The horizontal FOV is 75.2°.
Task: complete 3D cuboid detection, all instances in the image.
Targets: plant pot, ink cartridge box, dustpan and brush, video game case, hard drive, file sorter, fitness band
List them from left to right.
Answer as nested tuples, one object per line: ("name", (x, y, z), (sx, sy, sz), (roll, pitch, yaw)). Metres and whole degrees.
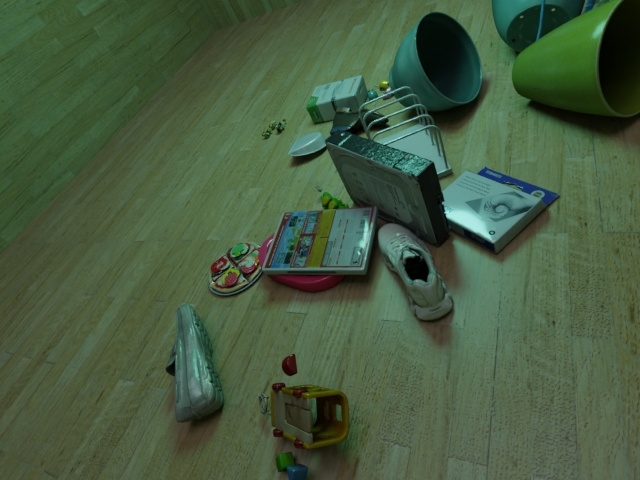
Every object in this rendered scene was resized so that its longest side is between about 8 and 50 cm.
("fitness band", (-0.040, 0.034, 1.140), (0.291, 0.054, 0.209), (14, 59, 36))
("dustpan and brush", (-0.004, -0.356, 1.513), (0.211, 0.060, 0.147), (-17, 30, 24))
("video game case", (0.000, 0.000, 1.094), (0.285, 0.025, 0.204), (-2, 52, 25))
("ink cartridge box", (0.069, -0.553, 1.632), (0.209, 0.086, 0.153), (-4, 47, 28))
("hard drive", (0.165, -0.138, 1.056), (0.064, 0.236, 0.339), (-43, 44, -13))
("file sorter", (0.236, -0.303, 1.226), (0.193, 0.173, 0.277), (-20, 42, 10))
("plant pot", (0.349, -0.545, 1.351), (0.293, 0.293, 0.196), (-55, 20, -25))
("ink cartridge box", (0.411, -0.097, 1.016), (0.224, 0.045, 0.223), (-40, 42, -11))
("plant pot", (0.701, -0.760, 1.340), (0.293, 0.293, 0.235), (-1, 64, 29))
("plant pot", (0.669, -0.460, 1.092), (0.275, 0.274, 0.293), (-41, 26, -11))

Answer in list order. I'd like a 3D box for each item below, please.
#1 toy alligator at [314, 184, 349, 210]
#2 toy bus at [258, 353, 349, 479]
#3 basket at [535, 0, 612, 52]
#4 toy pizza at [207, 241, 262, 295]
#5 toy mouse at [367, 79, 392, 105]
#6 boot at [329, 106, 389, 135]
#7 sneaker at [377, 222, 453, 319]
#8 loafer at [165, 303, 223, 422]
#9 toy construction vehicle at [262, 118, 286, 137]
("toy alligator", (0.027, -0.109, 1.249), (0.190, 0.056, 0.051), (43, 118, 47))
("toy bus", (-0.026, 0.328, 0.801), (0.105, 0.190, 0.202), (4, 32, -28))
("basket", (0.768, -0.618, 1.170), (0.289, 0.254, 0.201), (3, 49, 18))
("toy pizza", (-0.252, 0.075, 1.238), (0.201, 0.032, 0.201), (-16, 43, 16))
("toy mouse", (0.233, -0.570, 1.597), (0.161, 0.031, 0.143), (17, 59, 40))
("boot", (0.133, -0.408, 1.482), (0.219, 0.082, 0.106), (19, 82, 36))
("sneaker", (0.203, 0.039, 0.949), (0.110, 0.118, 0.292), (-29, 40, 4))
("loafer", (-0.325, 0.285, 1.013), (0.112, 0.112, 0.319), (-25, 41, -6))
("toy construction vehicle", (-0.191, -0.471, 1.748), (0.086, 0.035, 0.098), (-15, 40, 33))
